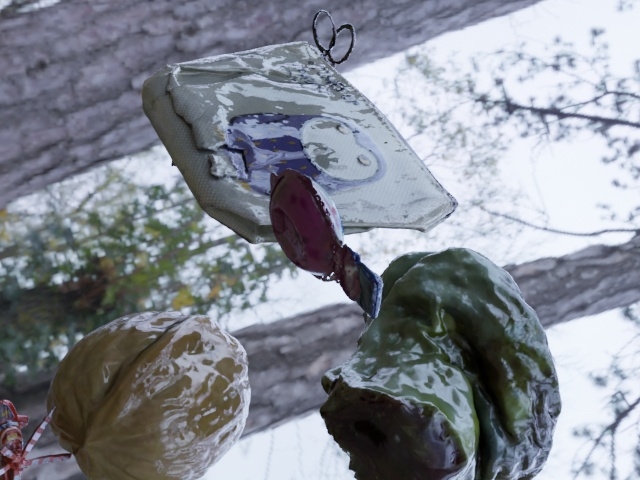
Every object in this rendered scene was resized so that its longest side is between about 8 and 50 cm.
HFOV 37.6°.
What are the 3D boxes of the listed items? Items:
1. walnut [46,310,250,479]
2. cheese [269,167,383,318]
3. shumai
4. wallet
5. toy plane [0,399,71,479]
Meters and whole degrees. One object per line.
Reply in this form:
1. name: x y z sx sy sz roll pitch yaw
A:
1. walnut: -0.200 0.189 1.121 0.225 0.261 0.225 5 -75 21
2. cheese: 0.000 0.000 0.699 0.145 0.038 0.095 48 -28 36
3. shumai: 0.098 0.190 1.082 0.304 0.263 0.309 -33 -95 50
4. wallet: -0.031 -0.116 0.971 0.335 0.275 0.068 56 -32 35
5. toy plane: -0.336 0.263 1.028 0.077 0.126 0.194 26 -43 43
